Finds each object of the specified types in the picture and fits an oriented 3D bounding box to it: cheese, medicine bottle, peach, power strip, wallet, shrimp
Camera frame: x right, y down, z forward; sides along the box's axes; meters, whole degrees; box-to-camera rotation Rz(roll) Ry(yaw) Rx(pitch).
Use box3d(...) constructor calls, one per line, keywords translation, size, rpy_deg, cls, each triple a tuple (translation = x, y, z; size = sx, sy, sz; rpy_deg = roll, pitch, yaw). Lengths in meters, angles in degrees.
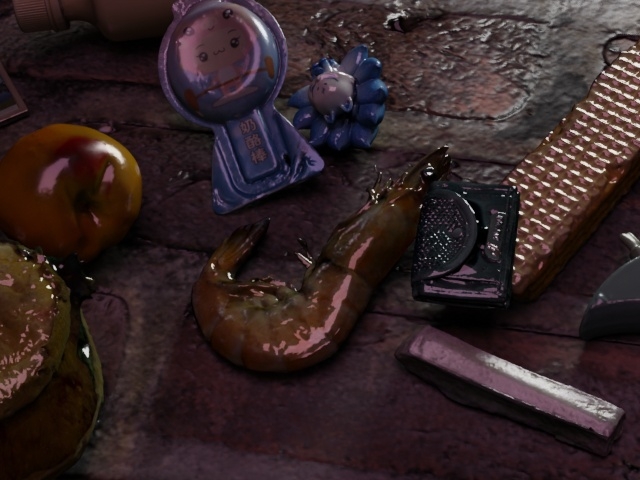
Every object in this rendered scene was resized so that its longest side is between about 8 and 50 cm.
box3d(translation=(-0.087, -0.150, 1.360), size=(0.135, 0.052, 0.245), rpy_deg=(-23, 69, 7), cls="cheese")
box3d(translation=(-0.200, -0.270, 1.454), size=(0.252, 0.114, 0.114), rpy_deg=(-9, 52, -2), cls="medicine bottle")
box3d(translation=(-0.240, -0.046, 1.277), size=(0.138, 0.138, 0.138), rpy_deg=(-2, 52, 3), cls="peach")
box3d(translation=(0.342, 0.079, 1.173), size=(0.167, 0.054, 0.253), rpy_deg=(-37, 58, -25), cls="power strip")
box3d(translation=(0.127, 0.000, 1.199), size=(0.088, 0.026, 0.129), rpy_deg=(5, 54, 9), cls="wallet")
box3d(translation=(0.000, 0.000, 1.267), size=(0.169, 0.058, 0.296), rpy_deg=(28, 62, 27), cls="shrimp")

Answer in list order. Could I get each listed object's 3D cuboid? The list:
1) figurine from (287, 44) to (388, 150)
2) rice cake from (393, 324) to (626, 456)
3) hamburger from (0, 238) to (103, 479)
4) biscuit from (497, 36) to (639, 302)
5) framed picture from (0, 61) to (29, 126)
box3d(translation=(0.024, -0.131, 1.348), size=(0.114, 0.079, 0.114), rpy_deg=(-12, 60, 23), cls="figurine")
box3d(translation=(0.159, 0.124, 1.165), size=(0.206, 0.036, 0.047), rpy_deg=(21, 45, 21), cls="rice cake")
box3d(translation=(-0.306, 0.139, 1.131), size=(0.309, 0.132, 0.211), rpy_deg=(-30, 56, -17), cls="hamburger")
box3d(translation=(0.263, -0.081, 1.302), size=(0.094, 0.054, 0.379), rpy_deg=(31, 61, 26), cls="biscuit")
box3d(translation=(-0.393, -0.139, 1.433), size=(0.149, 0.011, 0.109), rpy_deg=(-26, 55, -14), cls="framed picture")
